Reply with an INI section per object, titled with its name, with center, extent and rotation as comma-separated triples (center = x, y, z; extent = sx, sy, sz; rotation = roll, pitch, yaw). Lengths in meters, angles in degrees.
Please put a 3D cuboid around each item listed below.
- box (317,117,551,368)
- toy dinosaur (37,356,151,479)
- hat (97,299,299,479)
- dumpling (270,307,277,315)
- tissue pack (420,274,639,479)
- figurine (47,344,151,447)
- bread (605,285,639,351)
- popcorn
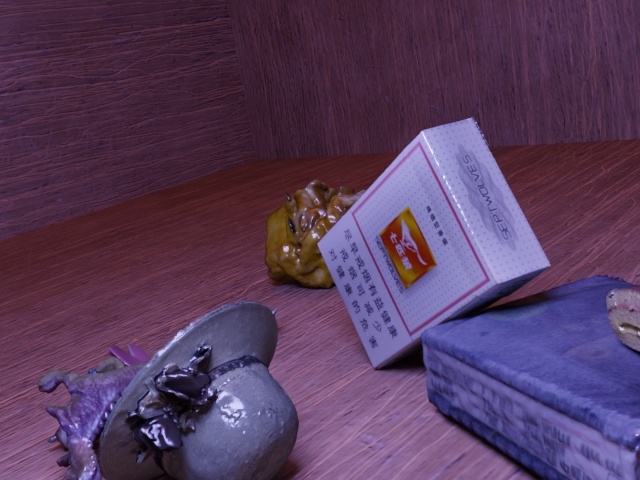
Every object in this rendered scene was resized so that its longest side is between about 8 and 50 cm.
[box]
center = 0.133, 0.017, 1.170
extent = 0.095, 0.210, 0.330
rotation = -17, -17, -29
[toy dinosaur]
center = -0.240, 0.186, 1.050
extent = 0.251, 0.072, 0.200
rotation = -45, 38, -10
[hat]
center = -0.099, 0.204, 0.963
extent = 0.130, 0.257, 0.257
rotation = 36, 37, 27
[dumpling]
center = -0.103, 0.138, 1.468
extent = 0.052, 0.076, 0.057
rotation = 13, 15, -9
[tissue pack]
center = 0.322, 0.153, 0.948
extent = 0.288, 0.124, 0.394
rotation = -14, 14, -18
[figurine]
center = -0.269, 0.207, 1.188
extent = 0.205, 0.103, 0.260
rotation = -17, 16, -28
[bread]
center = 0.370, 0.075, 0.827
extent = 0.192, 0.067, 0.119
rotation = -4, 14, 16
[popcorn]
center = 0.004, -0.002, 1.714
extent = 0.191, 0.190, 0.253
rotation = -4, -32, -34
